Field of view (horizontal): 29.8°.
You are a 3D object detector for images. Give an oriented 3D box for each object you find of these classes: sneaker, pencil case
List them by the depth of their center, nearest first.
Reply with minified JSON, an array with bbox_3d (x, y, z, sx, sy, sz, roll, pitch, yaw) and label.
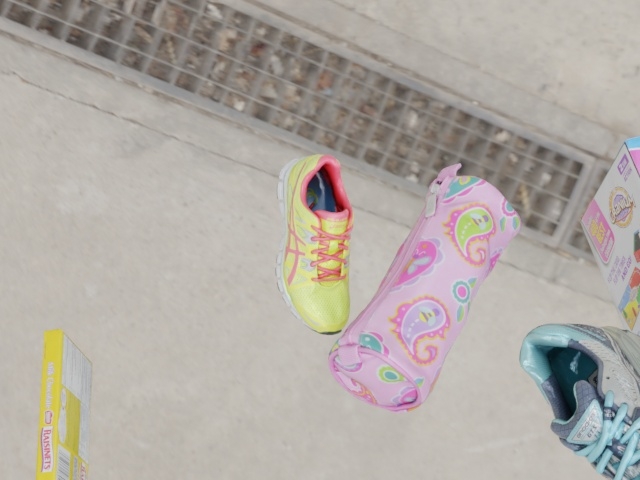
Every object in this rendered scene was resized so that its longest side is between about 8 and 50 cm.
[{"bbox_3d":[0.247,0.169,0.956,0.122,0.283,0.110,18,113,-34],"label":"sneaker"},{"bbox_3d":[0.117,0.050,1.324,0.124,0.124,0.284,49,56,-27],"label":"pencil case"},{"bbox_3d":[0.000,0.000,1.326,0.082,0.094,0.208,-5,80,-27],"label":"sneaker"}]

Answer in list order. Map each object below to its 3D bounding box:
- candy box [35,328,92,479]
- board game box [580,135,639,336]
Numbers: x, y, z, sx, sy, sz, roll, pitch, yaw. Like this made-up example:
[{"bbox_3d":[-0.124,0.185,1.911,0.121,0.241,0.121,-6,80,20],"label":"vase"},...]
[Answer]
[{"bbox_3d":[-0.281,0.211,1.323,0.027,0.205,0.105,-6,151,5],"label":"candy box"},{"bbox_3d":[0.460,0.049,1.612,0.064,0.242,0.316,-13,66,-9],"label":"board game box"}]
